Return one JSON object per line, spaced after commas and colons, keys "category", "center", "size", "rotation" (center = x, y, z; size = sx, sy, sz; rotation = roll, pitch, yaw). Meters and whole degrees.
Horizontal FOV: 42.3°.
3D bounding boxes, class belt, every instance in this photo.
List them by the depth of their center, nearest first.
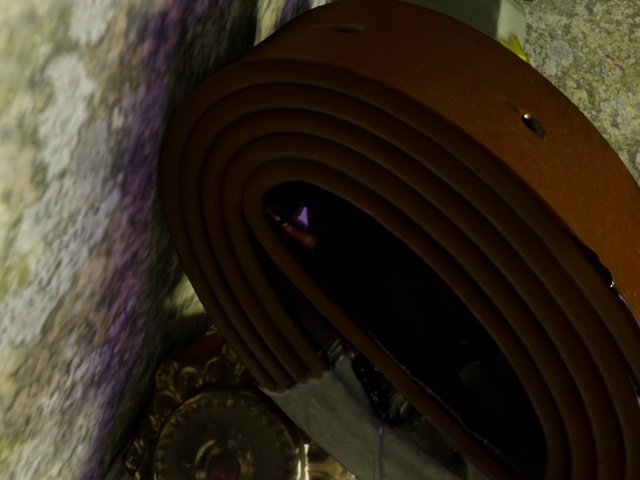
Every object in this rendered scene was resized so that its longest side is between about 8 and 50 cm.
{"category": "belt", "center": [0.065, 0.034, 0.451], "size": [0.217, 0.339, 0.122], "rotation": [-33, -167, 36]}

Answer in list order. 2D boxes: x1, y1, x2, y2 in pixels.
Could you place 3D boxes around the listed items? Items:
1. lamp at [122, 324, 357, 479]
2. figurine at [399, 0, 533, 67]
{"category": "lamp", "center": [-0.035, 0.145, 0.629], "size": [0.177, 0.177, 0.274], "rotation": [-67, 168, 0]}
{"category": "figurine", "center": [0.144, -0.256, 0.615], "size": [0.167, 0.342, 0.285], "rotation": [13, 107, -36]}
